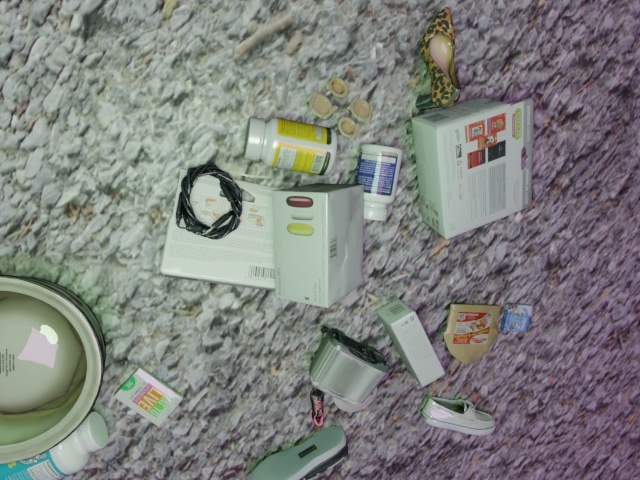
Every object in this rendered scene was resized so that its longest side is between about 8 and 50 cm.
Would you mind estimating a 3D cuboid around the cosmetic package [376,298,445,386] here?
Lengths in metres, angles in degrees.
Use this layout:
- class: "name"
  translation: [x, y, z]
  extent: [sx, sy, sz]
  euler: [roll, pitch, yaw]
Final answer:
- class: "cosmetic package"
  translation: [0.259, 0.294, 1.237]
  extent: [0.086, 0.117, 0.230]
  euler: [-29, 106, -6]

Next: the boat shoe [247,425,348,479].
- class: "boat shoe"
  translation: [-0.057, 0.659, 1.242]
  extent: [0.307, 0.113, 0.104]
  euler: [-24, 113, -24]

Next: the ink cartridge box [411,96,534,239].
- class: "ink cartridge box"
  translation: [0.403, -0.198, 1.124]
  extent: [0.272, 0.130, 0.309]
  euler: [-19, 120, -10]

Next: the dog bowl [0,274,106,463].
- class: "dog bowl"
  translation: [-0.683, 0.264, 0.954]
  extent: [0.409, 0.150, 0.407]
  euler: [-1, 96, -11]

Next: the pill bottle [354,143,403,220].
- class: "pill bottle"
  translation: [0.144, -0.150, 1.112]
  extent: [0.112, 0.112, 0.186]
  euler: [6, 100, -15]

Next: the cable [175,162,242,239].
- class: "cable"
  translation: [-0.258, -0.098, 1.019]
  extent: [0.151, 0.047, 0.184]
  euler: [11, 74, -16]

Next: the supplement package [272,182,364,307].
- class: "supplement package"
  translation: [0.000, 0.000, 1.040]
  extent: [0.145, 0.204, 0.261]
  euler: [6, 104, 28]

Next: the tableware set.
- class: "tableware set"
  translation: [0.055, -0.333, 1.070]
  extent: [0.169, 0.020, 0.141]
  euler: [37, 64, -14]

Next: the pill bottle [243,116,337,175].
- class: "pill bottle"
  translation: [-0.074, -0.230, 1.036]
  extent: [0.209, 0.119, 0.119]
  euler: [8, 100, -16]

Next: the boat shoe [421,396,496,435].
- class: "boat shoe"
  translation: [0.448, 0.547, 1.351]
  extent: [0.259, 0.095, 0.084]
  euler: [12, 103, -17]

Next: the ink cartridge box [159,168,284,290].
- class: "ink cartridge box"
  translation: [-0.224, -0.020, 1.073]
  extent: [0.297, 0.066, 0.260]
  euler: [10, 74, -16]

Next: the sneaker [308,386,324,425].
- class: "sneaker"
  translation: [-0.007, 0.482, 1.242]
  extent: [0.047, 0.057, 0.119]
  euler: [-5, 102, -11]

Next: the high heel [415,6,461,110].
- class: "high heel"
  translation: [0.316, -0.452, 1.048]
  extent: [0.093, 0.186, 0.260]
  euler: [8, 100, -15]

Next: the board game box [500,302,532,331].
- class: "board game box"
  translation: [0.626, 0.246, 1.368]
  extent: [0.090, 0.020, 0.090]
  euler: [5, 101, -16]

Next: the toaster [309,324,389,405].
- class: "toaster"
  translation: [0.066, 0.351, 1.192]
  extent: [0.227, 0.129, 0.146]
  euler: [29, 96, -10]

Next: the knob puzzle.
- class: "knob puzzle"
  translation: [0.461, 0.289, 1.331]
  extent: [0.214, 0.030, 0.212]
  euler: [-3, 103, -14]

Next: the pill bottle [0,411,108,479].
- class: "pill bottle"
  translation: [-0.667, 0.514, 1.036]
  extent: [0.264, 0.146, 0.146]
  euler: [-22, 106, -9]

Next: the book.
- class: "book"
  translation: [-0.451, 0.409, 1.130]
  extent: [0.144, 0.035, 0.096]
  euler: [43, 86, -17]

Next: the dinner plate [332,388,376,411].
- class: "dinner plate"
  translation: [0.105, 0.455, 1.286]
  extent: [0.141, 0.017, 0.141]
  euler: [-4, 104, -14]
